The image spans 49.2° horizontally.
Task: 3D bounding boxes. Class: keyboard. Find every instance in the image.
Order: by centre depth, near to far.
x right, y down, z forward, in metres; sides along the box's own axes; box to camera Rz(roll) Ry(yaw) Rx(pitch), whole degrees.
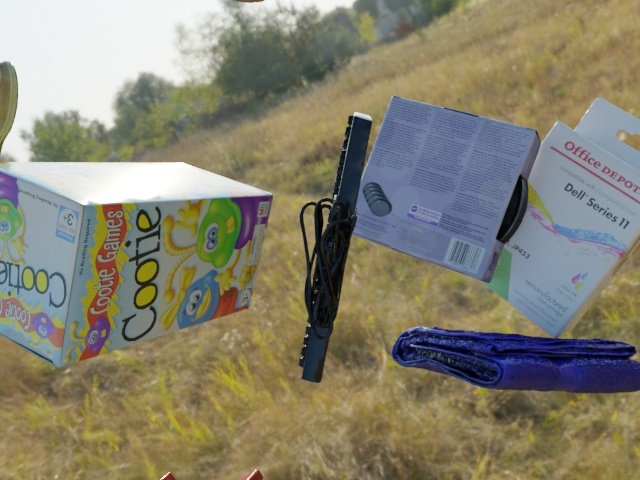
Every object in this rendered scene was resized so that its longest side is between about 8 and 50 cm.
[{"bbox_3d":[0.000,0.000,0.497,0.038,0.192,0.100,10,1,-5],"label":"keyboard"}]

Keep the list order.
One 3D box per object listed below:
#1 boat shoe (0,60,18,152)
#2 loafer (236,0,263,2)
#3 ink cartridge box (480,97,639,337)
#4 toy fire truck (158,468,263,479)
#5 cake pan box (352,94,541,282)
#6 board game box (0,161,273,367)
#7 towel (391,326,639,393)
[{"bbox_3d":[-0.389,-0.137,0.804,0.048,0.056,0.153,6,-56,-44],"label":"boat shoe"},{"bbox_3d":[-0.041,-0.212,0.434,0.039,0.125,0.045,10,26,-10],"label":"loafer"},{"bbox_3d":[0.412,-0.046,1.125,0.354,0.207,0.119,-58,-26,14],"label":"ink cartridge box"},{"bbox_3d":[-0.101,0.333,0.791,0.135,0.192,0.047,-36,-6,13],"label":"toy fire truck"},{"bbox_3d":[0.196,-0.086,1.130,0.266,0.246,0.070,19,2,27],"label":"cake pan box"},{"bbox_3d":[-0.190,0.005,0.702,0.144,0.142,0.275,19,14,25],"label":"board game box"},{"bbox_3d":[0.287,0.164,1.008,0.308,0.076,0.227,9,-3,-31],"label":"towel"}]
